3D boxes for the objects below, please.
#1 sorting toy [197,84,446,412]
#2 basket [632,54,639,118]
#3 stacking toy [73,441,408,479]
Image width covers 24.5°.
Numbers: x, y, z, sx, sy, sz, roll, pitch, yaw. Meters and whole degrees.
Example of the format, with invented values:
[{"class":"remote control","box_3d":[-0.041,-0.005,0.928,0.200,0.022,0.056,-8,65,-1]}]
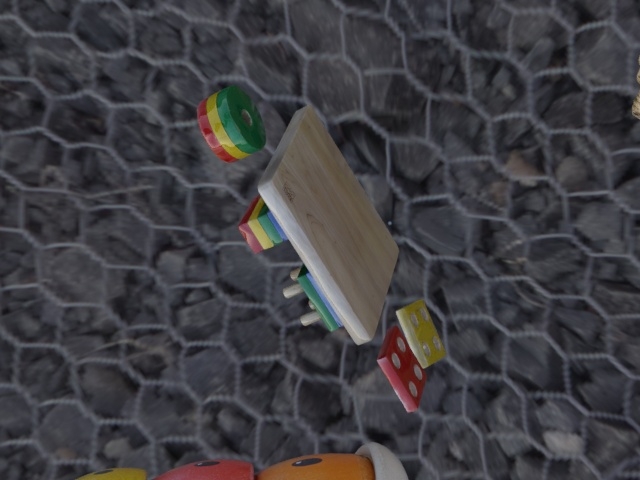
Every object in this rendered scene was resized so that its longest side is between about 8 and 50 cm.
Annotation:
[{"class":"sorting toy","box_3d":[0.000,0.000,1.030,0.046,0.132,0.274,-24,111,23]},{"class":"basket","box_3d":[0.498,-0.208,1.487,0.299,0.213,0.223,20,66,-15]},{"class":"stacking toy","box_3d":[-0.169,0.325,1.412,0.480,0.350,0.350,13,91,-7]}]
